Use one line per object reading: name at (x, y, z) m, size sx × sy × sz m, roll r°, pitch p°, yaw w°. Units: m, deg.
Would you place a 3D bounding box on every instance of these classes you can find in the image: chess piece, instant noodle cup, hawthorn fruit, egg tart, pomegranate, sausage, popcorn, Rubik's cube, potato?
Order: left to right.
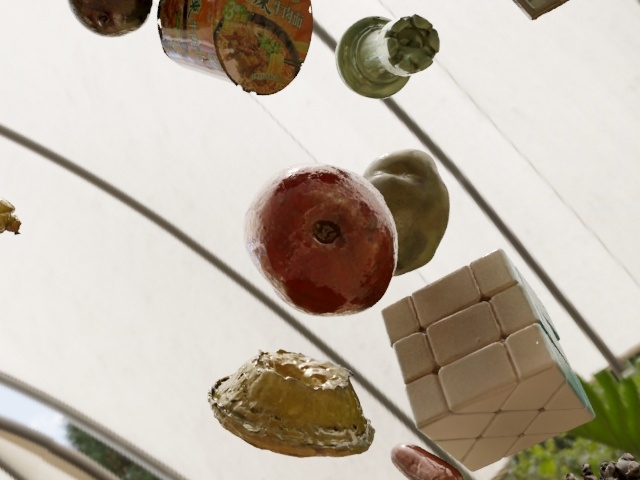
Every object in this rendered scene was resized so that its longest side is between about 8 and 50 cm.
popcorn at (-0.543, -0.032, 1.355) m, size 0.084 × 0.084 × 0.084 m, roll -27°, pitch -22°, yaw -12°
pomegranate at (-0.335, -0.411, 1.322) m, size 0.148 × 0.148 × 0.169 m, roll -53°, pitch 0°, yaw 43°
instant noodle cup at (-0.153, -0.366, 1.343) m, size 0.230 × 0.182 × 0.230 m, roll -21°, pitch -62°, yaw -46°
egg tart at (-0.041, 0.268, 1.374) m, size 0.315 × 0.314 × 0.120 m, roll 3°, pitch -75°, yaw -56°
hawthorn fruit at (0.000, 0.000, 1.371) m, size 0.284 × 0.284 × 0.284 m, roll -27°, pitch -22°, yaw -12°
chess piece at (0.157, -0.420, 1.789) m, size 0.194 × 0.195 × 0.299 m, roll -28°, pitch 12°, yaw -10°
potato at (0.201, -0.065, 2.025) m, size 0.243 × 0.327 × 0.221 m, roll 12°, pitch -20°, yaw -6°
sausage at (0.206, 0.447, 1.551) m, size 0.077 × 0.077 × 0.194 m, roll -20°, pitch 18°, yaw -27°
Rubik's cube at (0.364, 0.269, 1.759) m, size 0.318 × 0.316 × 0.322 m, roll -29°, pitch -44°, yaw 16°

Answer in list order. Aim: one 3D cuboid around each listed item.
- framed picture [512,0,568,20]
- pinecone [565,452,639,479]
framed picture at (0.420, -0.506, 1.352) m, size 0.289 × 0.213 × 0.016 m, roll -30°, pitch -30°, yaw -2°
pinecone at (0.494, 0.487, 1.356) m, size 0.257 × 0.244 × 0.243 m, roll 0°, pitch -15°, yaw 16°
